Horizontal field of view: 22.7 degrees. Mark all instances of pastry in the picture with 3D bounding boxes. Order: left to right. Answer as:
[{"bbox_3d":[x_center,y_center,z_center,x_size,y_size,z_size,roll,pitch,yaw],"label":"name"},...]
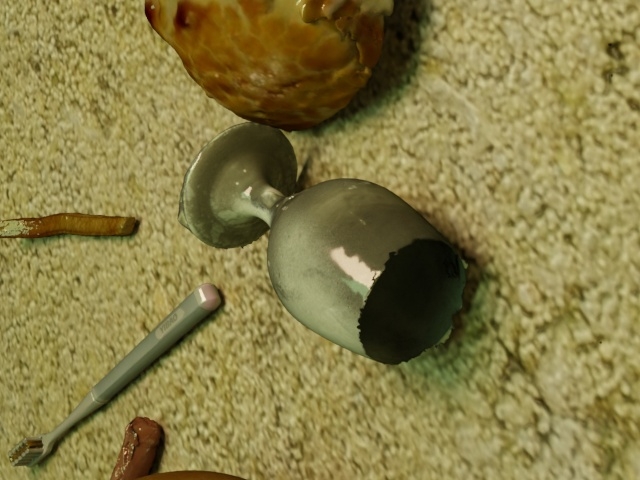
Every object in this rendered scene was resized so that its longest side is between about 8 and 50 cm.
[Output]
[{"bbox_3d":[-0.058,-0.218,1.294,0.256,0.170,0.237,-12,74,52],"label":"pastry"}]

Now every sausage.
[{"bbox_3d":[-0.185,0.236,1.478,0.036,0.042,0.158,25,110,7],"label":"sausage"}]

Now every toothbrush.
[{"bbox_3d":[-0.199,0.133,1.508,0.342,0.030,0.025,-39,63,36],"label":"toothbrush"}]

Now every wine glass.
[{"bbox_3d":[0.000,0.000,1.237,0.241,0.126,0.126,34,111,44],"label":"wine glass"}]

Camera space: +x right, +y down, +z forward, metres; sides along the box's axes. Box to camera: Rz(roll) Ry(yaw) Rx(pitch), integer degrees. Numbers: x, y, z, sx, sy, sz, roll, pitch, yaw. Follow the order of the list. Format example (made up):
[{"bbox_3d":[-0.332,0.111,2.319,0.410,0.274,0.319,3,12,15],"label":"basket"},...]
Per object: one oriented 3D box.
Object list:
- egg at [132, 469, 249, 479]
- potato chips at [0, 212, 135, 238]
[{"bbox_3d":[-0.115,0.308,1.234,0.322,0.250,0.250,-25,67,52],"label":"egg"},{"bbox_3d":[-0.249,-0.014,1.579,0.204,0.037,0.026,0,96,42],"label":"potato chips"}]
